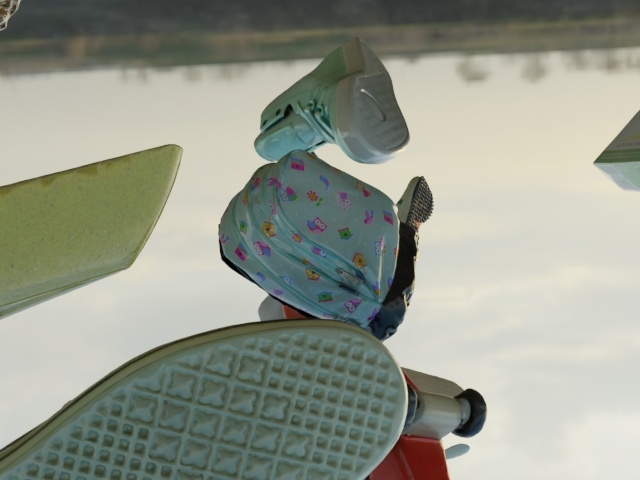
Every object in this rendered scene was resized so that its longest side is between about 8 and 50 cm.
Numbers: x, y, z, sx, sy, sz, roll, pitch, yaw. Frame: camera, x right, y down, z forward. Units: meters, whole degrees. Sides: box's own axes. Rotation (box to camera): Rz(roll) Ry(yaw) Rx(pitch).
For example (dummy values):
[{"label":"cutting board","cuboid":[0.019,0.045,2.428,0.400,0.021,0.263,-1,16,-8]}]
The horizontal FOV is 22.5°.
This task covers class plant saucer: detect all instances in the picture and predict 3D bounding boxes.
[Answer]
[{"label":"plant saucer","cuboid":[-0.304,0.035,1.214,0.333,0.081,0.332,-18,178,-41]}]

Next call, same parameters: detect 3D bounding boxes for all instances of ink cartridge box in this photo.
[{"label":"ink cartridge box","cuboid":[0.393,-0.149,1.629,0.056,0.235,0.171,41,177,-6]}]

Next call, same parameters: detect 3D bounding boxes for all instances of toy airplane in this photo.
[{"label":"toy airplane","cuboid":[0.009,0.196,1.999,0.386,0.272,0.384,30,-159,2]}]

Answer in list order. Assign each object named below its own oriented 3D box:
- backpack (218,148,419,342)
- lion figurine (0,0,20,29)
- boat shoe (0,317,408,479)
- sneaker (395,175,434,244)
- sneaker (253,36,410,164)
[{"label":"backpack","cuboid":[0.000,0.000,1.468,0.182,0.115,0.152,30,-141,-20]},{"label":"lion figurine","cuboid":[-0.240,-0.345,1.322,0.142,0.240,0.392,18,-123,45]},{"label":"boat shoe","cuboid":[-0.163,0.203,1.351,0.500,0.187,0.156,-27,-177,3]},{"label":"sneaker","cuboid":[0.097,-0.027,2.125,0.075,0.057,0.161,-6,-139,27]},{"label":"sneaker","cuboid":[0.004,-0.107,1.638,0.151,0.094,0.256,-37,-162,15]}]
